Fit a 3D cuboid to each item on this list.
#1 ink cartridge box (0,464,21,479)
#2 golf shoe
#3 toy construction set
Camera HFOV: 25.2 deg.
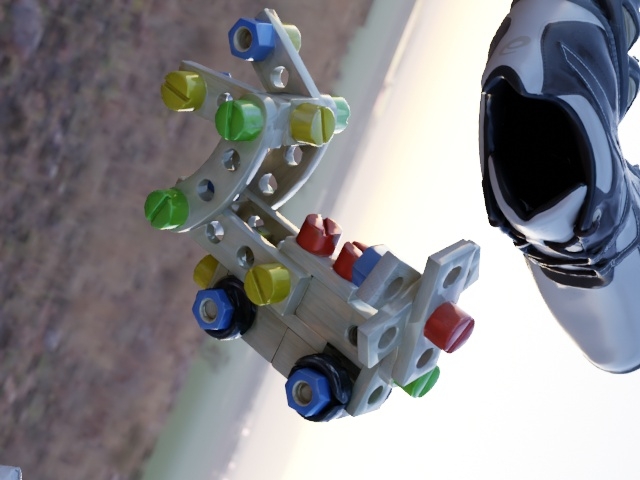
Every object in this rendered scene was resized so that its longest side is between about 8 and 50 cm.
[{"bbox_3d":[-0.256,0.189,0.873,0.191,0.139,0.082,119,-23,-64],"label":"ink cartridge box"},{"bbox_3d":[0.102,-0.012,0.614,0.094,0.077,0.198,-47,129,-43],"label":"golf shoe"},{"bbox_3d":[0.000,0.000,1.006,0.328,0.151,0.215,47,-60,41],"label":"toy construction set"}]
